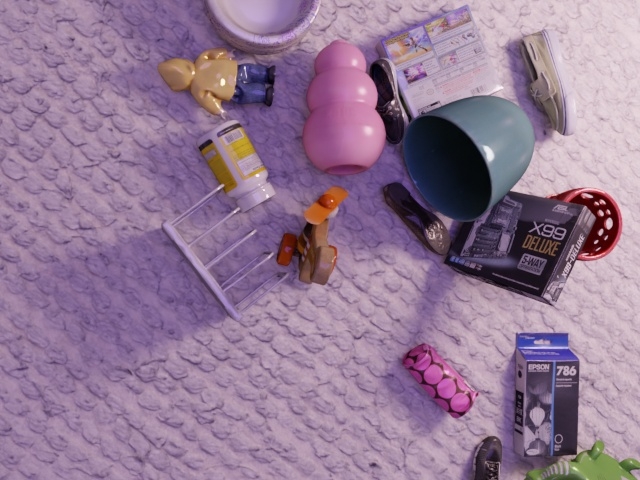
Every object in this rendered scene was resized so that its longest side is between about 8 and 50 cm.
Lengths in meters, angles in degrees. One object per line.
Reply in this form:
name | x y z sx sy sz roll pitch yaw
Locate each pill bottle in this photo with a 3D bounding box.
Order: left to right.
pill bottle | -0.203 -0.179 1.558 0.119 0.119 0.208 -31 95 -10

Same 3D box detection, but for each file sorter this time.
file sorter | -0.227 0.029 1.517 0.173 0.193 0.278 -37 96 -12

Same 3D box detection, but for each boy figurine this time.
boy figurine | -0.255 -0.388 1.565 0.285 0.092 0.177 3 89 -10

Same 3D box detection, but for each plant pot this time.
plant pot | 0.392 -0.231 1.598 0.235 0.293 0.293 -33 96 -25
plant pot | 0.671 -0.041 1.693 0.191 0.174 0.191 0 89 -11

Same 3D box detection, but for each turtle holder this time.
turtle holder | 0.709 0.689 1.653 0.320 0.243 0.227 10 129 -37

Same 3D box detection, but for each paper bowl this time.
paper bowl | -0.145 -0.599 1.558 0.284 0.148 0.284 0 90 -11

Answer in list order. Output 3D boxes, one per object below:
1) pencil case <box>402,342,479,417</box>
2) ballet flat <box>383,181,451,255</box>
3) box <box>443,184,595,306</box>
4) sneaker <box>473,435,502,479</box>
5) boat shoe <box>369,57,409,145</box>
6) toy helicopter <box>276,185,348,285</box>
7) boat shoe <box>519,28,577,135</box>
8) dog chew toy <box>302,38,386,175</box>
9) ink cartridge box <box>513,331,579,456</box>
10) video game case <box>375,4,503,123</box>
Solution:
pencil case | 0.316 0.363 1.666 0.209 0.095 0.098 44 117 -9
ballet flat | 0.253 -0.054 1.681 0.250 0.058 0.084 44 60 -13
box | 0.494 0.004 1.598 0.076 0.307 0.242 32 84 -40
sneaker | 0.446 0.641 1.679 0.078 0.106 0.234 19 86 -11
boat shoe | 0.170 -0.352 1.627 0.080 0.076 0.229 -1 105 32
toy helicopter | 0.000 0.000 1.474 0.140 0.355 0.235 17 104 -10
boat shoe | 0.621 -0.426 1.737 0.094 0.109 0.302 -13 83 5
dog chew toy | 0.054 -0.335 1.573 0.206 0.206 0.332 -1 82 -11
ink cartridge box | 0.620 0.419 1.737 0.165 0.065 0.333 1 88 -10
video game case | 0.316 -0.460 1.688 0.269 0.061 0.244 -25 95 -10
